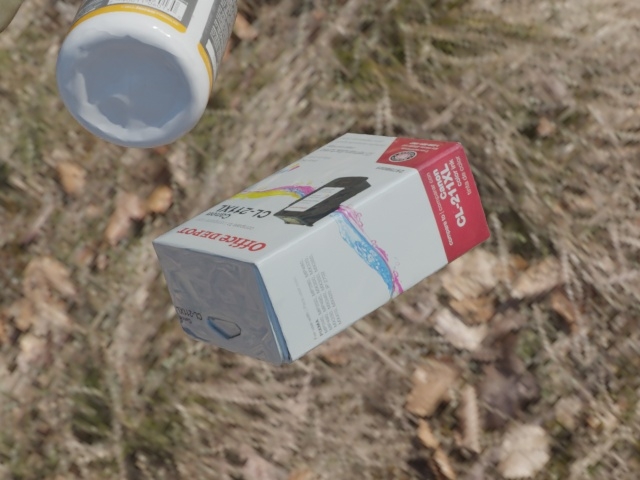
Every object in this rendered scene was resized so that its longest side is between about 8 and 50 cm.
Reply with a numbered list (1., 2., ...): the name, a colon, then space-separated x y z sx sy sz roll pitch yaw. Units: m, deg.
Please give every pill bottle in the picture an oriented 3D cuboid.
1. pill bottle: -0.177 -0.237 1.633 0.162 0.162 0.278 -24 31 25

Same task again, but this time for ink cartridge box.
1. ink cartridge box: 0.000 0.000 0.975 0.175 0.072 0.127 -30 23 -30

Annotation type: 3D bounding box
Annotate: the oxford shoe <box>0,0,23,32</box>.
1. oxford shoe: -0.322 -0.386 1.694 0.130 0.123 0.348 14 86 31
